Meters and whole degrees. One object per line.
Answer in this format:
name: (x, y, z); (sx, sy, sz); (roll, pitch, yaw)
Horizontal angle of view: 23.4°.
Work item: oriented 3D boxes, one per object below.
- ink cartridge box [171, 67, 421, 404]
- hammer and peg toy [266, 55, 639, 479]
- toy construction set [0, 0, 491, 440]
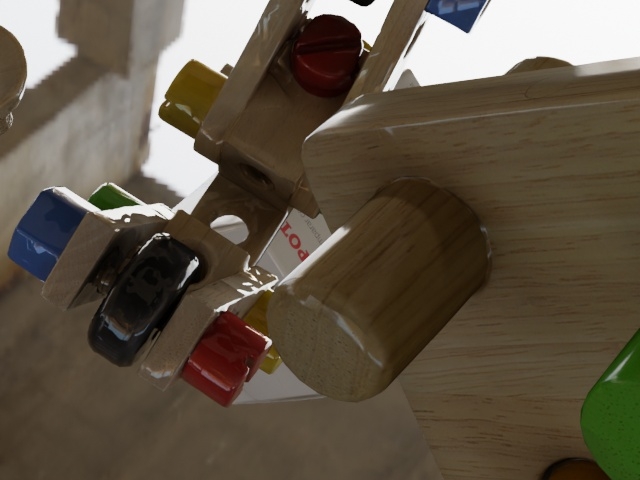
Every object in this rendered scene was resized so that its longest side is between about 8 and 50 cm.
ink cartridge box: (0.000, 0.000, 1.292); (0.233, 0.168, 0.171); (-45, -69, -37)
hammer and peg toy: (0.175, 0.073, 0.337); (0.361, 0.266, 0.127); (-2, -149, 44)
toy construction set: (-0.069, -0.035, 0.747); (0.309, 0.237, 0.257); (8, -104, -6)
